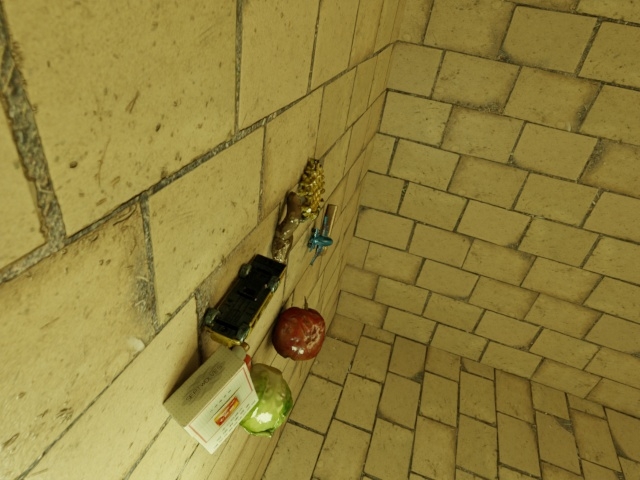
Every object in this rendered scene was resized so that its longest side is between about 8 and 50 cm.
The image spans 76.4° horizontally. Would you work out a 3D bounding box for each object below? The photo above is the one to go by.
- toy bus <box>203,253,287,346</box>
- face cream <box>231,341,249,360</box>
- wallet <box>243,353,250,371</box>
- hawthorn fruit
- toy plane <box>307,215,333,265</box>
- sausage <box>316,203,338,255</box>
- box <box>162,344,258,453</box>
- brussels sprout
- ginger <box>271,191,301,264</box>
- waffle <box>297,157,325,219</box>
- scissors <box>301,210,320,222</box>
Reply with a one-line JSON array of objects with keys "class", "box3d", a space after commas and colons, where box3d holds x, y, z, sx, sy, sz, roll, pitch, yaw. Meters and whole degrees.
[{"class": "toy bus", "box3d": [-0.216, 0.179, 1.210, 0.335, 0.121, 0.123, -61, 172, -50]}, {"class": "face cream", "box3d": [-0.295, 0.412, 1.345, 0.182, 0.051, 0.072, -58, 156, -50]}, {"class": "wallet", "box3d": [-0.311, 0.511, 1.441, 0.204, 0.045, 0.142, -41, 145, -71]}, {"class": "hawthorn fruit", "box3d": [-0.098, 0.433, 1.894, 0.262, 0.258, 0.258, -46, 172, 8]}, {"class": "toy plane", "box3d": [0.000, 0.000, 2.043, 0.271, 0.105, 0.254, -5, 113, -80]}, {"class": "sausage", "box3d": [0.035, -0.056, 2.255, 0.066, 0.066, 0.301, -38, 142, -71]}, {"class": "box", "box3d": [-0.295, 0.461, 1.158, 0.210, 0.095, 0.330, -45, 154, -29]}, {"class": "brussels sprout", "box3d": [-0.227, 0.651, 1.635, 0.259, 0.227, 0.294, 138, -37, -83]}, {"class": "ginger", "box3d": [-0.116, -0.030, 1.462, 0.122, 0.084, 0.290, -8, 114, -71]}, {"class": "waffle", "box3d": [-0.029, -0.204, 1.650, 0.231, 0.051, 0.228, 44, 55, -68]}, {"class": "scissors", "box3d": [-0.044, -0.133, 1.778, 0.289, 0.041, 0.138, -52, 152, -63]}]
